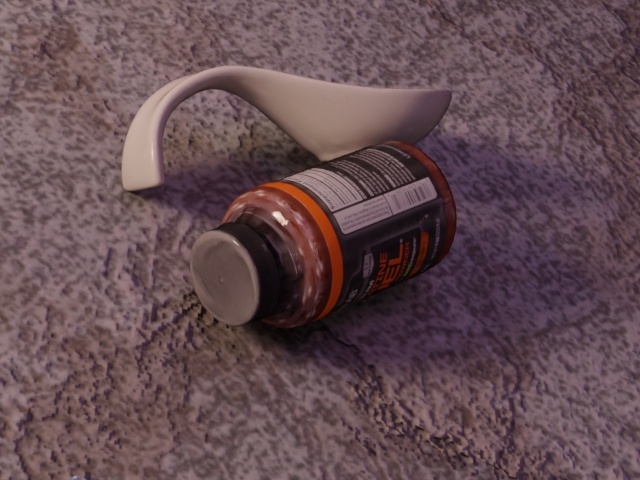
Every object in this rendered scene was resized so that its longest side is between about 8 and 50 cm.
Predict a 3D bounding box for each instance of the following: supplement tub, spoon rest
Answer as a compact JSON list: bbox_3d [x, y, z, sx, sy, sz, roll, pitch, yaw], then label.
[{"bbox_3d":[0.000,0.000,1.345,0.198,0.106,0.106,-22,61,-42],"label":"supplement tub"},{"bbox_3d":[-0.023,-0.096,1.428,0.276,0.137,0.084,-11,93,-33],"label":"spoon rest"}]

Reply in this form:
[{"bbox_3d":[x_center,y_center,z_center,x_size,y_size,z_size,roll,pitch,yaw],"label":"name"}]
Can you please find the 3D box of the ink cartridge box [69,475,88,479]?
[{"bbox_3d":[-0.153,0.233,0.947,0.082,0.191,0.140,31,41,1],"label":"ink cartridge box"}]
